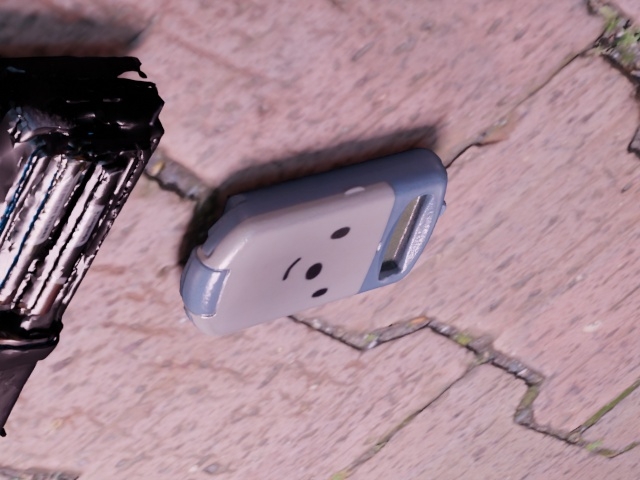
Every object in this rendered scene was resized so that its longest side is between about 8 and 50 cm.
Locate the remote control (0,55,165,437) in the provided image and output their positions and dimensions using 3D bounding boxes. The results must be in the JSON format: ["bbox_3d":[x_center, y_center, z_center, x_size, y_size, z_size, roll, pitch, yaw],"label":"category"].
[{"bbox_3d":[-0.209,0.057,1.032,0.144,0.062,0.399,-6,139,-41],"label":"remote control"}]

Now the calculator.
[{"bbox_3d":[0.000,0.000,1.182,0.210,0.039,0.121,-15,146,-31],"label":"calculator"}]
